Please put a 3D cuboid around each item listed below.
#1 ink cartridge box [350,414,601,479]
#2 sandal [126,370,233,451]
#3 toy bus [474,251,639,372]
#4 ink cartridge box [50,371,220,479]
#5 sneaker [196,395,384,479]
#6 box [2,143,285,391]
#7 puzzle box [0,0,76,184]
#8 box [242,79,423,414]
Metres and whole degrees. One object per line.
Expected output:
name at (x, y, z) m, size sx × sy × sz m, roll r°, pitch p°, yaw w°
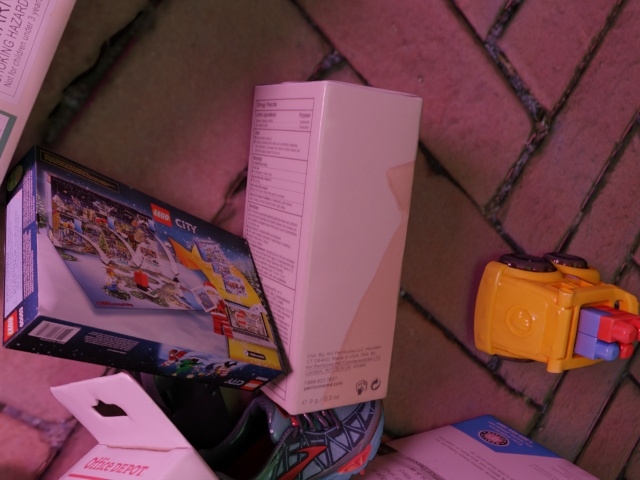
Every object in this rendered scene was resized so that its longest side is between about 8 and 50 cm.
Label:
ink cartridge box at (0.158, 0.377, 0.697) m, size 0.395 × 0.285 × 0.166 m, roll -2°, pitch 102°, yaw -31°
sandal at (-0.145, 0.136, 0.594) m, size 0.097 × 0.054 × 0.254 m, roll -30°, pitch 115°, yaw -23°
toy bus at (0.361, 0.106, 0.807) m, size 0.220 × 0.211 × 0.149 m, roll -2°, pitch 100°, yaw -33°
ink cartridge box at (-0.134, 0.288, 0.492) m, size 0.353 × 0.207 × 0.119 m, roll 56°, pitch 48°, yaw -11°
sneaker at (-0.027, 0.218, 0.636) m, size 0.262 × 0.104 × 0.125 m, roll -29°, pitch 122°, yaw -34°
box at (-0.140, 0.033, 0.487) m, size 0.044 × 0.159 × 0.233 m, roll -38°, pitch 141°, yaw 21°
puzzle box at (-0.300, -0.169, 0.343) m, size 0.272 × 0.052 × 0.408 m, roll 22°, pitch 110°, yaw -31°
box at (0.000, 0.000, 0.601) m, size 0.121 × 0.148 × 0.311 m, roll 0°, pitch 102°, yaw -33°
